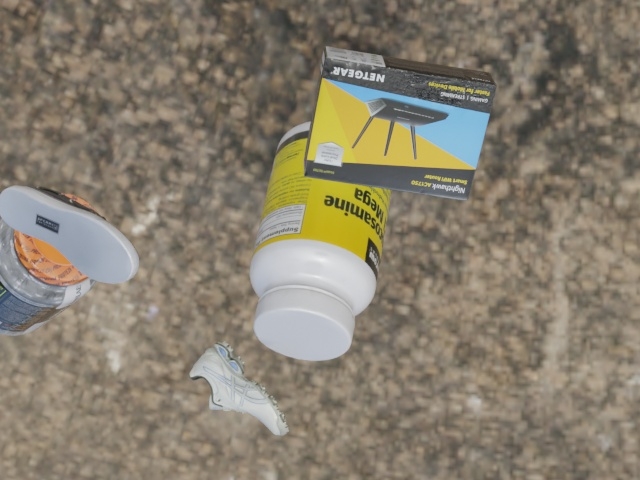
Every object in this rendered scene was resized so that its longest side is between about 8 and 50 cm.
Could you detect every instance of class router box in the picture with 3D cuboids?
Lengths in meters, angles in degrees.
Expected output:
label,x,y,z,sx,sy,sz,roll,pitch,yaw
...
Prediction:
label,x,y,z,sx,sy,sz,roll,pitch,yaw
router box,0.080,-0.121,1.254,0.179,0.046,0.133,8,115,-6

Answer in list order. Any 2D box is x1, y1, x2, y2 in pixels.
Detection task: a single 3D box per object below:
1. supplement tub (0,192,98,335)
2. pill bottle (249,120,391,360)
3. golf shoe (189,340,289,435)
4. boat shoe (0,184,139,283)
label,x,y,z,sx,sy,sz,roll,pitch,yaw
supplement tub,-0.492,0.039,2.068,0.194,0.193,0.316,29,150,-21
pill bottle,0.000,0.000,1.788,0.188,0.334,0.188,7,146,5
golf shoe,-0.123,0.238,1.811,0.176,0.086,0.069,47,167,13
boat shoe,-0.321,-0.014,1.596,0.228,0.076,0.080,22,111,23
